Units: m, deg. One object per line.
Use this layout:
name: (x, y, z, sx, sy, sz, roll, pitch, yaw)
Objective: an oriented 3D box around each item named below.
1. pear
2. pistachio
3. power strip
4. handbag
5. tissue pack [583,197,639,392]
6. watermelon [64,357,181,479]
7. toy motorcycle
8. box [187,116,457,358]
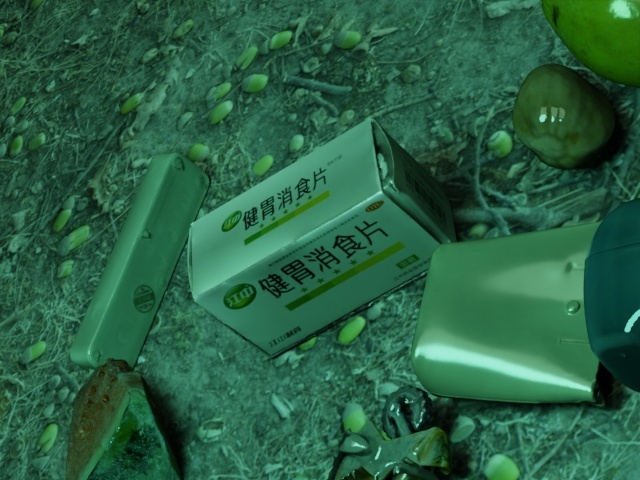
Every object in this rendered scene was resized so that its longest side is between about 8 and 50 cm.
pear: (0.396, -0.288, 1.799, 0.269, 0.212, 0.212, 12, 69, 37)
pistachio: (0.303, -0.163, 1.872, 0.126, 0.108, 0.185, -18, 38, 2)
power strip: (-0.278, 0.047, 2.253, 0.062, 0.091, 0.385, -1, 61, 44)
handbag: (0.265, 0.081, 1.723, 0.315, 0.109, 0.241, -7, 57, 35)
tissue pack: (0.424, 0.038, 1.527, 0.287, 0.198, 0.206, -11, 59, 34)
watermelon: (-0.286, 0.270, 2.081, 0.193, 0.140, 0.257, -50, 30, 8)
toy motorcycle: (0.076, 0.286, 1.748, 0.130, 0.094, 0.229, 35, 96, 46)
box: (0.002, -0.001, 1.967, 0.333, 0.173, 0.145, -30, 45, 23)
